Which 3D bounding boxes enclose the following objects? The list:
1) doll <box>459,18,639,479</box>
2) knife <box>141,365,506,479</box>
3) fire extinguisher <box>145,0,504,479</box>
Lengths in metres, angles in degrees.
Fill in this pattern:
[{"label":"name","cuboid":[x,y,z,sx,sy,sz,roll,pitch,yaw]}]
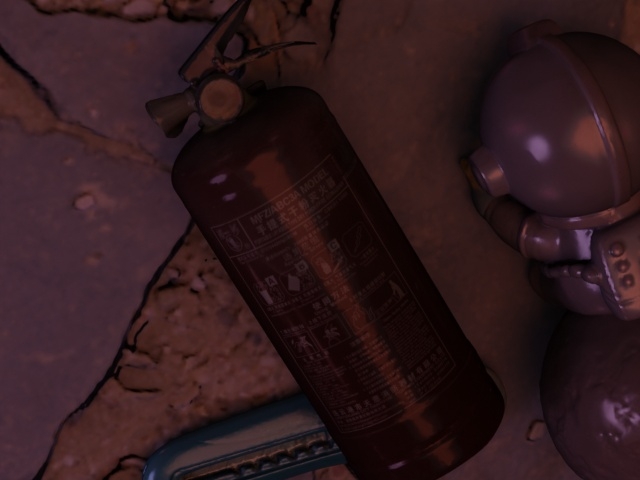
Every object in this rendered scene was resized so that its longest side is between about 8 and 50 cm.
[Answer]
[{"label":"doll","cuboid":[0.166,0.011,0.968,0.151,0.151,0.287,-25,111,-6]},{"label":"knife","cuboid":[0.004,0.116,1.017,0.222,0.031,0.064,-14,113,-10]},{"label":"fire extinguisher","cuboid":[0.000,0.000,0.927,0.105,0.105,0.269,-32,106,-2]}]
